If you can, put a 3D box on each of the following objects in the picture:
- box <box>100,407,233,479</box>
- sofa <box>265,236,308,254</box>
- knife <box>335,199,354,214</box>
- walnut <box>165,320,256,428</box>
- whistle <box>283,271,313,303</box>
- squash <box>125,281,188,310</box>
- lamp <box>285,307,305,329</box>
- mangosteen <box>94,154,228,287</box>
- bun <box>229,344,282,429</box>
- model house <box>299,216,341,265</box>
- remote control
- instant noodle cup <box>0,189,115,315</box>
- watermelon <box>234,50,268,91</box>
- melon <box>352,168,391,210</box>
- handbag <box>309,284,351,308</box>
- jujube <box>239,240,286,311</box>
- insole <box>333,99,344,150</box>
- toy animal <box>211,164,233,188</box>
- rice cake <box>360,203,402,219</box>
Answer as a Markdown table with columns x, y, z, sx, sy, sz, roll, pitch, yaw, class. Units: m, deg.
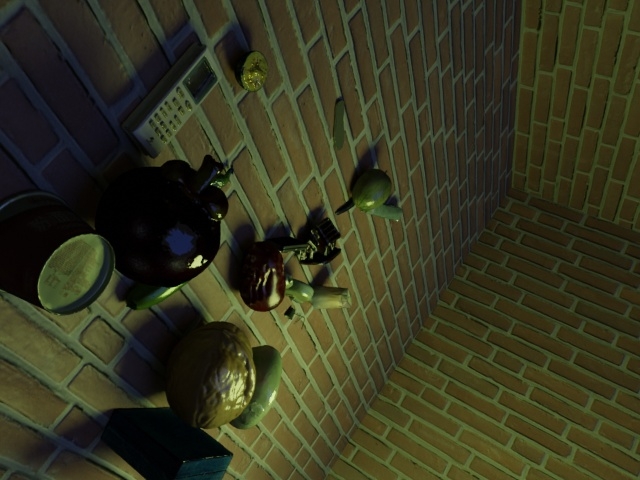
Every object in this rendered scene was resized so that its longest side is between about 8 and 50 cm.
| x | y | z | sx | sy | sz | roll | pitch | yaw | class |
| --- | --- | --- | --- | --- | --- | --- | --- | --- | --- |
| -0.439 | 0.598 | 1.763 | 0.116 | 0.279 | 0.261 | -63 | 151 | 0 | box |
| -0.117 | 0.030 | 2.059 | 0.147 | 0.085 | 0.060 | -6 | 114 | -58 | sofa |
| 0.097 | -0.126 | 2.365 | 0.121 | 0.018 | 0.031 | -35 | 147 | -42 | knife |
| -0.326 | 0.397 | 1.821 | 0.277 | 0.252 | 0.313 | -15 | 125 | -52 | walnut |
| -0.112 | 0.156 | 2.144 | 0.258 | 0.126 | 0.067 | 44 | 59 | -46 | whistle |
| -0.396 | 0.093 | 1.645 | 0.292 | 0.082 | 0.082 | -43 | 145 | -34 | squash |
| -0.096 | 0.294 | 2.357 | 0.054 | 0.041 | 0.121 | -63 | 149 | -22 | lamp |
| -0.349 | -0.036 | 1.391 | 0.297 | 0.293 | 0.297 | -7 | 90 | -78 | mangosteen |
| -0.261 | 0.471 | 2.040 | 0.187 | 0.293 | 0.293 | 27 | 88 | -20 | bun |
| -0.004 | 0.003 | 2.204 | 0.165 | 0.106 | 0.152 | -40 | 145 | -45 | model house |
| -0.341 | -0.329 | 1.433 | 0.277 | 0.055 | 0.103 | -55 | 151 | -17 | remote control |
| -0.547 | 0.035 | 1.244 | 0.235 | 0.178 | 0.235 | -42 | 145 | -39 | instant noodle cup |
| -0.187 | -0.443 | 1.593 | 0.105 | 0.062 | 0.106 | -30 | 128 | -47 | watermelon |
| 0.202 | -0.201 | 2.355 | 0.192 | 0.139 | 0.139 | -52 | 149 | -17 | melon |
| 0.032 | 0.221 | 2.392 | 0.117 | 0.173 | 0.095 | 65 | 25 | -66 | handbag |
| -0.183 | 0.116 | 1.945 | 0.155 | 0.155 | 0.230 | -30 | 137 | -47 | jujube |
| 0.064 | -0.395 | 2.106 | 0.063 | 0.010 | 0.192 | -40 | 142 | -39 | insole |
| -0.305 | -0.135 | 1.655 | 0.217 | 0.041 | 0.075 | -34 | 121 | -41 | toy animal |
| 0.271 | -0.128 | 2.608 | 0.336 | 0.063 | 0.066 | 9 | 101 | -60 | rice cake |
